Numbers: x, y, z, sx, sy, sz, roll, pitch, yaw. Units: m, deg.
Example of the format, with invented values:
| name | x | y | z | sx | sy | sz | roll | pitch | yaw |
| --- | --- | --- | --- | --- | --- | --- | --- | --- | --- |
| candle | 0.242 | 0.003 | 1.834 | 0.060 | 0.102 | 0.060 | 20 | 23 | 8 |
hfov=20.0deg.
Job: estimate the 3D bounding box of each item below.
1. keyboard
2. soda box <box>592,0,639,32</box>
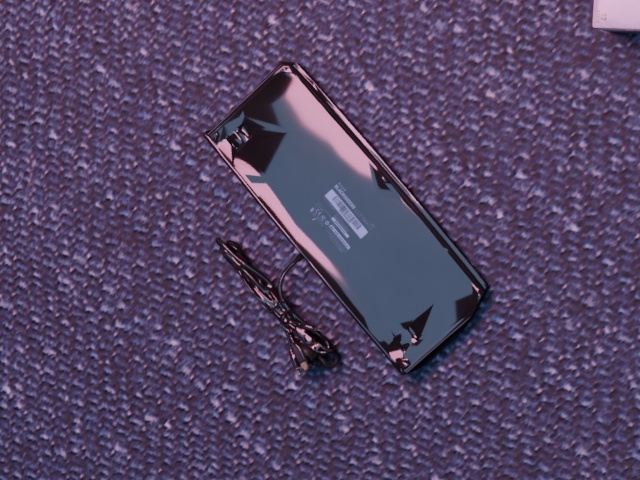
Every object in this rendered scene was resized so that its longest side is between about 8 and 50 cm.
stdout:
| name | x | y | z | sx | sy | sz | roll | pitch | yaw |
| --- | --- | --- | --- | --- | --- | --- | --- | --- | --- |
| keyboard | 0.000 | 0.000 | 1.773 | 0.201 | 0.033 | 0.317 | -42 | 78 | 12 |
| soda box | 0.289 | -0.294 | 1.619 | 0.069 | 0.074 | 0.216 | 4 | 95 | 21 |
